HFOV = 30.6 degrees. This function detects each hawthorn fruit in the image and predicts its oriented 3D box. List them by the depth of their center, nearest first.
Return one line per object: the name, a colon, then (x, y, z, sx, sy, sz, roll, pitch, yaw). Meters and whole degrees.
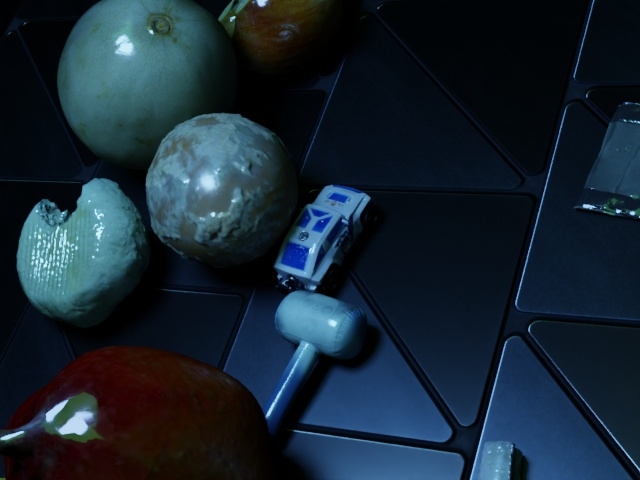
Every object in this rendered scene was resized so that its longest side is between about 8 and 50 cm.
hawthorn fruit: (-0.189, 0.243, 1.245, 0.295, 0.311, 0.295, -6, 48, 6)

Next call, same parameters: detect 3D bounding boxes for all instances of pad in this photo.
pad: (0.435, -0.085, 1.382, 0.233, 0.022, 0.174, 11, 61, 34)

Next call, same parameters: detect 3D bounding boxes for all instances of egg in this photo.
egg: (-0.124, -0.062, 1.506, 0.203, 0.203, 0.245, -34, 18, -2)

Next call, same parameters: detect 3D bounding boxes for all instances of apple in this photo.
apple: (-0.062, -0.326, 1.712, 0.173, 0.160, 0.195, -37, 9, -21)

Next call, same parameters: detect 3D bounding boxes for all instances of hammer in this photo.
hammer: (-0.028, 0.153, 1.395, 0.116, 0.069, 0.194, 17, 68, 33)

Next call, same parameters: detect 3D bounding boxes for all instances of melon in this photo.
melon: (-0.242, -0.225, 1.644, 0.271, 0.308, 0.272, -1, 87, 8)

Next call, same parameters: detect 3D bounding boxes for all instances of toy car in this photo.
toy car: (0.000, 0.000, 1.493, 0.080, 0.070, 0.171, 17, 63, 34)

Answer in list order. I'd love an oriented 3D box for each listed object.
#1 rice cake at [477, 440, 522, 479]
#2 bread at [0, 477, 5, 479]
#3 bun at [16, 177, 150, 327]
rice cake: (0.174, 0.302, 1.199, 0.047, 0.036, 0.207, -11, 50, 34)
bread: (-0.378, 0.405, 1.360, 0.139, 0.077, 0.271, -8, 49, 17)
bun: (-0.313, 0.015, 1.596, 0.212, 0.126, 0.204, 21, 92, 42)
